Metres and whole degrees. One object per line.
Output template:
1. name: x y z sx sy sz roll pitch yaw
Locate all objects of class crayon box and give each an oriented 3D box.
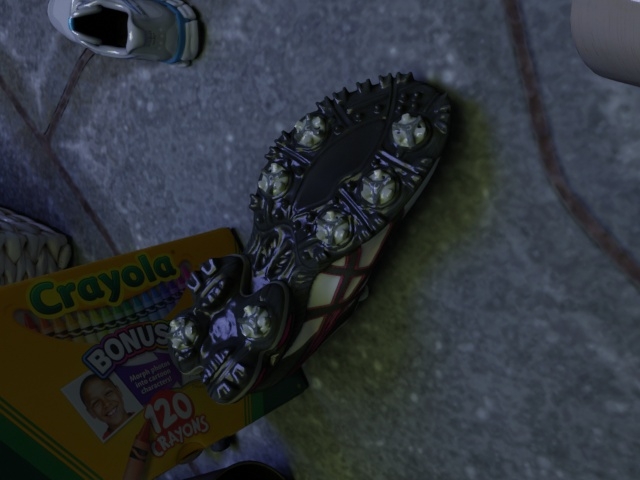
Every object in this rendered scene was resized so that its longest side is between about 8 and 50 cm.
1. crayon box: -0.155 0.102 0.536 0.081 0.278 0.165 -32 82 39

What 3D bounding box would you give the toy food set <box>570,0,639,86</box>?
1. toy food set: 0.257 -0.193 0.280 0.220 0.092 0.306 32 118 41

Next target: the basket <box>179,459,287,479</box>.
1. basket: -0.136 0.319 0.663 0.227 0.154 0.204 -18 72 43

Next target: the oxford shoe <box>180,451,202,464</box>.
1. oxford shoe: -0.187 0.138 0.719 0.212 0.076 0.076 53 157 11

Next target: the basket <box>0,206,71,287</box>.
1. basket: -0.505 0.098 0.763 0.331 0.266 0.328 17 97 28

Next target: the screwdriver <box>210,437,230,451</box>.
1. screwdriver: -0.117 0.125 0.686 0.024 0.025 0.170 -18 82 40

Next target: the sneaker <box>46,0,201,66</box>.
1. sneaker: -0.200 -0.201 0.621 0.191 0.083 0.071 20 115 34

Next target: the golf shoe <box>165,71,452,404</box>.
1. golf shoe: 0.000 0.000 0.513 0.105 0.120 0.273 45 102 28
